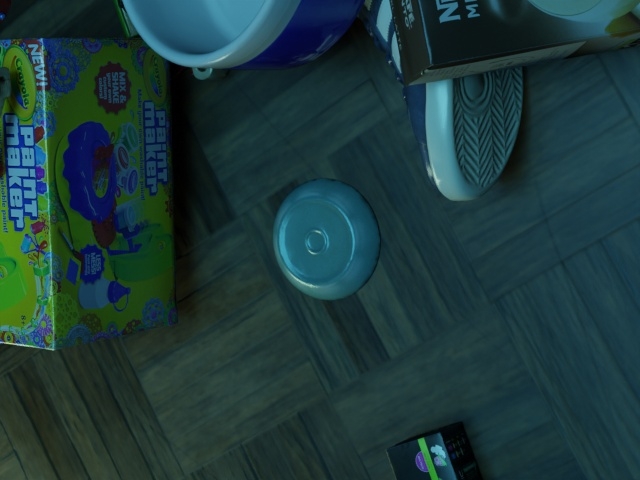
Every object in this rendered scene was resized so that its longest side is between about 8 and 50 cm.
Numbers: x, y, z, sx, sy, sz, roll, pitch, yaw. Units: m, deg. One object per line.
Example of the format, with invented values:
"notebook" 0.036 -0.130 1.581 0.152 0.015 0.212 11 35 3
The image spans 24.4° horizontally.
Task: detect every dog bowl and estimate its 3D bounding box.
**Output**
"dog bowl" -0.068 -0.281 1.291 0.265 0.104 0.265 3 94 48

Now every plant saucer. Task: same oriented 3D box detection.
"plant saucer" 0.000 0.000 1.426 0.119 0.021 0.119 4 98 29

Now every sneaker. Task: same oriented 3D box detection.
"sneaker" 0.079 -0.204 1.310 0.148 0.131 0.350 -8 86 37

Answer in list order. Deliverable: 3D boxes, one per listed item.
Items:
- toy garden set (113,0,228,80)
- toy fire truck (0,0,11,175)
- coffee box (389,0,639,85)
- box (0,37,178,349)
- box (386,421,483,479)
"toy garden set" -0.107 -0.250 1.444 0.244 0.049 0.203 -23 84 30
"toy fire truck" -0.323 -0.148 1.348 0.135 0.047 0.192 43 117 25
"coffee box" 0.182 -0.216 1.181 0.247 0.098 0.141 -12 89 -8
"box" -0.304 -0.056 1.487 0.279 0.177 0.290 3 97 36
"box" 0.110 0.219 1.370 0.062 0.052 0.083 -23 85 29
